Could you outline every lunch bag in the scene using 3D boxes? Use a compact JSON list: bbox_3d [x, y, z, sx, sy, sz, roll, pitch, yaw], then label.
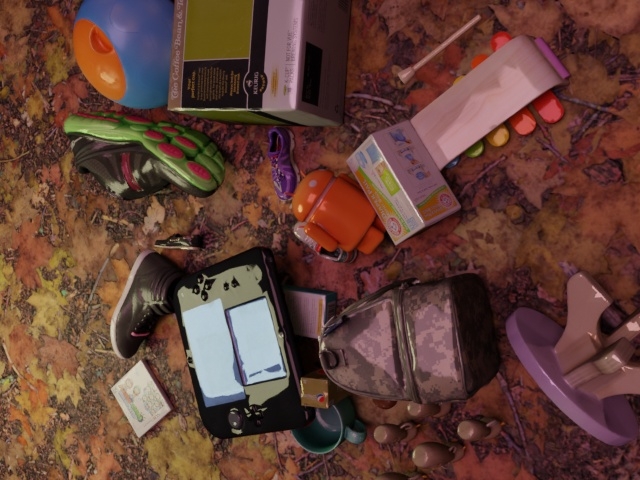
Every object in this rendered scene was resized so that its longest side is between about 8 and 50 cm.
[{"bbox_3d":[0.165,0.178,1.111,0.256,0.305,0.212,-14,85,26],"label":"lunch bag"}]

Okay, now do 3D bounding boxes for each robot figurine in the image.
[{"bbox_3d":[0.034,-0.061,1.246,0.220,0.128,0.158,33,90,-1],"label":"robot figurine"}]

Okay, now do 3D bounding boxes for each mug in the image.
[{"bbox_3d":[0.018,0.391,1.307,0.129,0.097,0.157,-47,72,20],"label":"mug"}]

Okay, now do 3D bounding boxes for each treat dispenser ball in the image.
[{"bbox_3d":[-0.414,-0.450,1.395,0.288,0.288,0.287,1,92,27],"label":"treat dispenser ball"}]

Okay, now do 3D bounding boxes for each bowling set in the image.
[{"bbox_3d":[0.204,0.364,1.208,0.287,0.154,0.199,-40,56,24],"label":"bowling set"}]

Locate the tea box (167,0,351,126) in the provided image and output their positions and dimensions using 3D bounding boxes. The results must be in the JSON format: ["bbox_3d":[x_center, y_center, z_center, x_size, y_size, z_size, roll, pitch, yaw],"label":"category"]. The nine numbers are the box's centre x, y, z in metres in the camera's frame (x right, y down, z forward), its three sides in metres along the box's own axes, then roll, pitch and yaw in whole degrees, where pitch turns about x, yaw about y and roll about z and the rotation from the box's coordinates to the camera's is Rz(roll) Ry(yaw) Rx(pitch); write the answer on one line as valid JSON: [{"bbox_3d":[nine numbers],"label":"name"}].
[{"bbox_3d":[-0.126,-0.420,1.286,0.324,0.220,0.328,7,95,26],"label":"tea box"}]

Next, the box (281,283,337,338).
[{"bbox_3d":[-0.086,0.153,1.373,0.245,0.060,0.100,6,95,27],"label":"box"}]

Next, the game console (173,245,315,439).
[{"bbox_3d":[-0.184,0.237,1.346,0.342,0.060,0.386,-23,80,42],"label":"game console"}]

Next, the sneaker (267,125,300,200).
[{"bbox_3d":[-0.094,-0.172,1.361,0.068,0.071,0.169,-10,88,27],"label":"sneaker"}]

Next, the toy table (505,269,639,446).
[{"bbox_3d":[0.462,0.189,1.008,0.274,0.252,0.161,43,126,8],"label":"toy table"}]

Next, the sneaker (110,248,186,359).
[{"bbox_3d":[-0.425,0.183,1.521,0.147,0.105,0.295,23,97,30],"label":"sneaker"}]

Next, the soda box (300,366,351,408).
[{"bbox_3d":[0.029,0.291,1.251,0.061,0.181,0.058,-1,92,27],"label":"soda box"}]

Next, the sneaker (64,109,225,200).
[{"bbox_3d":[-0.426,-0.188,1.497,0.483,0.185,0.202,20,119,28],"label":"sneaker"}]

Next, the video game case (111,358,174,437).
[{"bbox_3d":[-0.472,0.417,1.602,0.143,0.019,0.157,-43,73,21],"label":"video game case"}]

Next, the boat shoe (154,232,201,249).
[{"bbox_3d":[-0.356,0.003,1.515,0.133,0.049,0.041,0,86,25],"label":"boat shoe"}]

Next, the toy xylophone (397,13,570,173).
[{"bbox_3d":[0.292,-0.277,1.154,0.323,0.081,0.236,-28,80,25],"label":"toy xylophone"}]

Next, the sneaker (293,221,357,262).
[{"bbox_3d":[0.000,0.000,1.316,0.161,0.075,0.057,30,105,23],"label":"sneaker"}]

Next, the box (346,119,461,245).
[{"bbox_3d":[0.159,-0.110,1.181,0.203,0.103,0.114,60,149,8],"label":"box"}]
